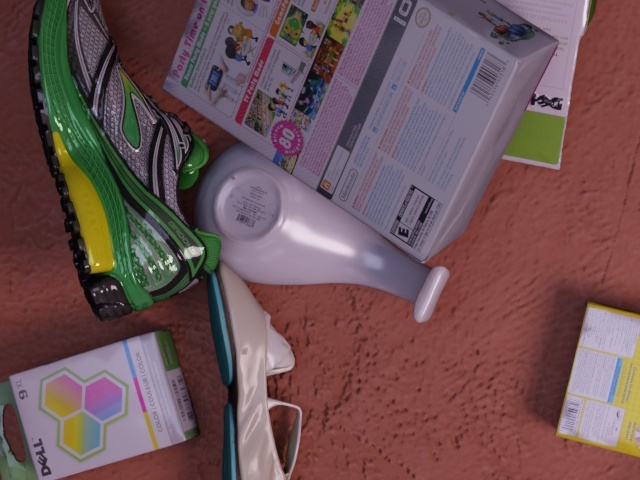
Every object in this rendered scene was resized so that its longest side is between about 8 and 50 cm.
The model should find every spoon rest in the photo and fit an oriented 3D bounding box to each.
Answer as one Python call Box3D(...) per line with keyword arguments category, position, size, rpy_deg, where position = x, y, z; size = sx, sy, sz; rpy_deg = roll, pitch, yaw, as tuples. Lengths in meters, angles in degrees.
Box3D(category="spoon rest", position=(0.000, 0.000, 1.722), size=(0.276, 0.084, 0.137), rpy_deg=(27, 93, 23))

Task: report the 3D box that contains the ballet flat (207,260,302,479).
Box3D(category="ballet flat", position=(-0.060, 0.141, 1.729), size=(0.086, 0.086, 0.248), rpy_deg=(-4, 90, 11))

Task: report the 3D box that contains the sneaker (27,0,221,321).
Box3D(category="sneaker", position=(-0.190, -0.099, 1.733), size=(0.146, 0.134, 0.343), rpy_deg=(-15, 78, -12))

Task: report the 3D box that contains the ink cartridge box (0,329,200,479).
Box3D(category="ink cartridge box", position=(-0.232, 0.166, 1.762), size=(0.209, 0.062, 0.109), rpy_deg=(-17, 87, 11))

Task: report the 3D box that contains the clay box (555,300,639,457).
Box3D(category="clay box", position=(0.335, 0.141, 1.658), size=(0.222, 0.053, 0.127), rpy_deg=(14, 92, 9))

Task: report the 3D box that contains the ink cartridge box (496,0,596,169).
Box3D(category="ink cartridge box", position=(0.155, -0.213, 1.682), size=(0.189, 0.097, 0.255), rpy_deg=(11, 115, 11))

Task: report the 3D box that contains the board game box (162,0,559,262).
Box3D(category="board game box", position=(0.029, -0.158, 1.638), size=(0.303, 0.097, 0.224), rpy_deg=(35, 123, 15))
